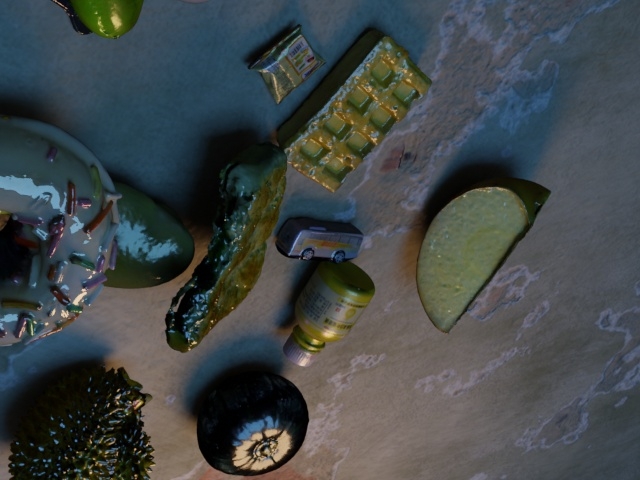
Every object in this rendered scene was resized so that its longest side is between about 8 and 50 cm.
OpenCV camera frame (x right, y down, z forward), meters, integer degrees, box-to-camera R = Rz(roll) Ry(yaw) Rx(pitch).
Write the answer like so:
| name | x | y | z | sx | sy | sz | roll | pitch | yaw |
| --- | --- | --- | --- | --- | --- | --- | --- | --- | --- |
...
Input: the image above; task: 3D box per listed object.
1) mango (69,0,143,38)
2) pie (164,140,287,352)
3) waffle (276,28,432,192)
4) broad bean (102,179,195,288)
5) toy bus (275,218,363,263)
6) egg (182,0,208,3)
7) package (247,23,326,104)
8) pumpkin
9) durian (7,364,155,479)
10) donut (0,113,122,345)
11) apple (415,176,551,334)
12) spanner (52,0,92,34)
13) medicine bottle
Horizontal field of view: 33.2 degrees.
| name | x | y | z | sx | sy | sz | roll | pitch | yaw |
| --- | --- | --- | --- | --- | --- | --- | --- | --- | --- |
| mango | -0.286 | -0.366 | 1.376 | 0.111 | 0.125 | 0.233 | -23 | 138 | -9 |
| pie | -0.146 | 0.013 | 1.771 | 0.371 | 0.078 | 0.296 | -66 | 168 | 2 |
| waffle | 0.055 | -0.221 | 1.831 | 0.274 | 0.057 | 0.168 | -47 | 139 | 9 |
| broad bean | -0.333 | -0.010 | 1.703 | 0.263 | 0.121 | 0.189 | 22 | 118 | -31 |
| toy bus | 0.000 | 0.000 | 2.000 | 0.172 | 0.057 | 0.072 | 5 | 116 | -41 |
| egg | -0.182 | -0.380 | 1.460 | 0.103 | 0.103 | 0.135 | -44 | 142 | 5 |
| package | -0.052 | -0.280 | 1.714 | 0.108 | 0.031 | 0.120 | -40 | 146 | 1 |
| pumpkin | -0.137 | 0.372 | 2.160 | 0.233 | 0.163 | 0.233 | -20 | 135 | -22 |
| durian | -0.425 | 0.366 | 1.886 | 0.258 | 0.258 | 0.292 | 14 | 102 | -44 |
| donut | -0.467 | 0.001 | 1.507 | 0.383 | 0.142 | 0.382 | -9 | 127 | -11 |
| apple | 0.320 | 0.013 | 2.165 | 0.254 | 0.179 | 0.346 | 15 | 119 | -31 |
| spanner | -0.362 | -0.331 | 1.426 | 0.046 | 0.012 | 0.208 | -43 | 146 | 10 |
| medicine bottle | 0.006 | 0.146 | 2.088 | 0.122 | 0.122 | 0.212 | 10 | 120 | -43 |
